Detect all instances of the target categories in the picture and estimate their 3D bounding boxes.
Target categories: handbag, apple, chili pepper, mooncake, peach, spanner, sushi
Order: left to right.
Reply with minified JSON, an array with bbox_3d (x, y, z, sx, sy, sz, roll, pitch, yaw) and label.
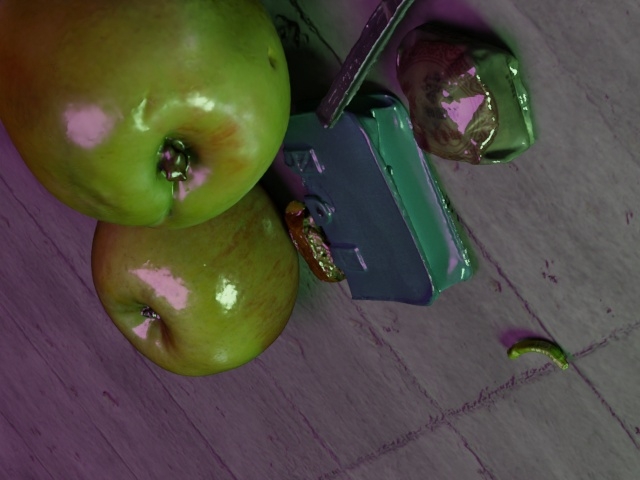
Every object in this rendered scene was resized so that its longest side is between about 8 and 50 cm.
[{"bbox_3d":[-0.192,-0.165,1.767,0.314,0.281,0.315,-51,56,42],"label":"peach"},{"bbox_3d":[-0.143,0.028,1.982,0.261,0.194,0.261,27,143,22],"label":"apple"},{"bbox_3d":[0.000,0.000,1.916,0.055,0.052,0.120,-10,114,52],"label":"sushi"},{"bbox_3d":[0.046,-0.041,1.816,0.179,0.062,0.229,0,119,51],"label":"handbag"},{"bbox_3d":[0.061,-0.210,1.620,0.325,0.026,0.093,-55,47,48],"label":"spanner"},{"bbox_3d":[0.126,-0.134,1.633,0.125,0.073,0.130,15,130,43],"label":"mooncake"},{"bbox_3d":[0.223,0.116,1.800,0.083,0.017,0.030,0,122,52],"label":"chili pepper"}]
